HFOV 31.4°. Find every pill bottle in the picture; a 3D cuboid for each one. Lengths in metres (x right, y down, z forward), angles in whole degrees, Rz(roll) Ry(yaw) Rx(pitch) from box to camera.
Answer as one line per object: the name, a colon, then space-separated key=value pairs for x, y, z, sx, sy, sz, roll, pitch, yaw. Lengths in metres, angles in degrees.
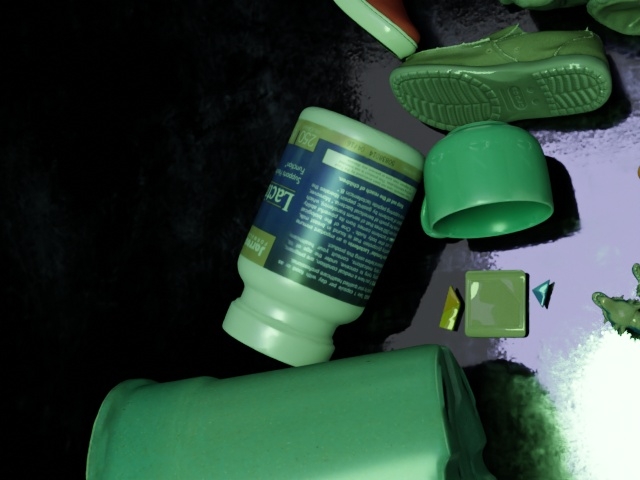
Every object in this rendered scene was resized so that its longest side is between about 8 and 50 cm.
pill bottle: x=0.000 y=0.000 z=1.254 sx=0.153 sy=0.153 sz=0.265 roll=24 pitch=91 yaw=26

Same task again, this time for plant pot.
plant pot: x=-0.003 y=0.262 z=1.133 sx=0.334 sy=0.341 sz=0.341 roll=-17 pitch=74 yaw=13

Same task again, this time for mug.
mug: x=0.162 y=-0.064 z=1.203 sx=0.157 sy=0.129 sz=0.098 roll=-12 pitch=73 yaw=23

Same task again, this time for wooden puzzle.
wooden puzzle: x=0.189 y=0.068 z=1.233 sx=0.116 sy=0.014 sz=0.079 roll=5 pitch=88 yaw=26

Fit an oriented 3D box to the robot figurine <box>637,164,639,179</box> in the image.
robot figurine: x=0.404 y=-0.017 z=1.082 sx=0.158 sy=0.128 sz=0.219 roll=-43 pitch=67 yaw=13

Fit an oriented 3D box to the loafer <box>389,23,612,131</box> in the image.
loafer: x=0.198 y=-0.181 z=1.242 sx=0.251 sy=0.094 sz=0.087 roll=2 pitch=48 yaw=27

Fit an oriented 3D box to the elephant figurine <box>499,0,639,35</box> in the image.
elephant figurine: x=0.313 y=-0.288 z=1.163 sx=0.239 sy=0.186 sz=0.170 roll=8 pitch=118 yaw=3

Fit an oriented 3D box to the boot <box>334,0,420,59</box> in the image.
boot: x=0.084 y=-0.330 z=1.294 sx=0.176 sy=0.088 sz=0.244 roll=-40 pitch=53 yaw=11

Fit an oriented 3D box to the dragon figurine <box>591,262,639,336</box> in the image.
dragon figurine: x=0.392 y=0.128 z=1.087 sx=0.289 sy=0.144 sz=0.085 roll=40 pitch=97 yaw=6
